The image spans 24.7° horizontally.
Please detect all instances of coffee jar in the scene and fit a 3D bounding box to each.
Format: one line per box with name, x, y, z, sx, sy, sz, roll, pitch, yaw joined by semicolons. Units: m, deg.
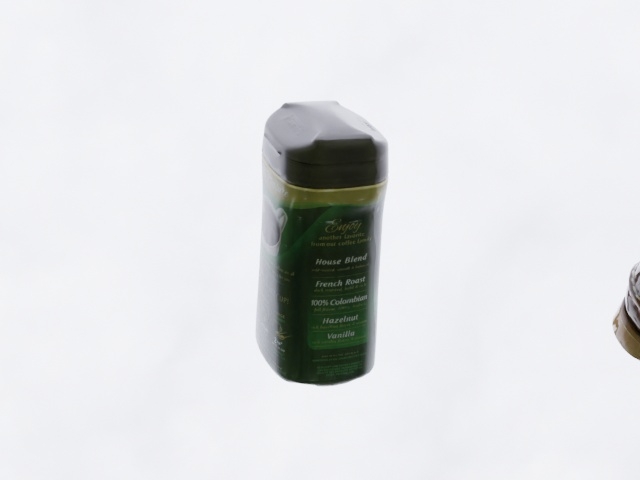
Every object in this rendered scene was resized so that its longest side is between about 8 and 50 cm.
coffee jar;0.000;0.000;1.003;0.079;0.096;0.184;-5;-65;-17

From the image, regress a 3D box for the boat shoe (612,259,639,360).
boat shoe;0.249;0.029;0.720;0.207;0.073;0.073;1;-48;-20
